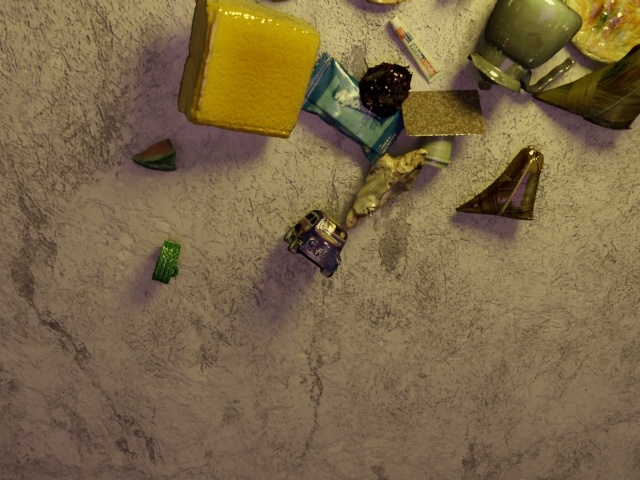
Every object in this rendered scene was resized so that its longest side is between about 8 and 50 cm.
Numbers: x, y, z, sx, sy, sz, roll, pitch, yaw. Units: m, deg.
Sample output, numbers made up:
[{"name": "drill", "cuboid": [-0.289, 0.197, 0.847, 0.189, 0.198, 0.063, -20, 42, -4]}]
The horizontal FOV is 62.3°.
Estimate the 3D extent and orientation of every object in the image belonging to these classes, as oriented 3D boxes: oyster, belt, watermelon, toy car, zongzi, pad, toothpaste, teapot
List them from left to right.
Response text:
[{"name": "watermelon", "cuboid": [-0.503, -0.249, 1.631, 0.155, 0.080, 0.101, -16, 152, 3]}, {"name": "belt", "cuboid": [-0.504, 0.078, 1.756, 0.079, 0.121, 0.151, 20, 119, -15]}, {"name": "toy car", "cuboid": [0.000, 0.000, 1.680, 0.172, 0.235, 0.158, 36, 99, -19]}, {"name": "oyster", "cuboid": [0.192, -0.169, 1.635, 0.110, 0.166, 0.341, 52, 133, 20]}, {"name": "toothpaste", "cuboid": [0.271, -0.547, 1.513, 0.052, 0.033, 0.218, -36, 117, 20]}, {"name": "pad", "cuboid": [0.358, -0.375, 1.553, 0.235, 0.158, 0.003, -2, 158, -2]}, {"name": "zongzi", "cuboid": [0.568, -0.190, 1.671, 0.241, 0.111, 0.247, 6, 112, 2]}, {"name": "teapot", "cuboid": [0.550, -0.534, 1.464, 0.223, 0.305, 0.285, 49, 122, 23]}, {"name": "zongzi", "cuboid": [0.789, -0.451, 1.488, 0.300, 0.138, 0.286, 16, 149, 4]}]

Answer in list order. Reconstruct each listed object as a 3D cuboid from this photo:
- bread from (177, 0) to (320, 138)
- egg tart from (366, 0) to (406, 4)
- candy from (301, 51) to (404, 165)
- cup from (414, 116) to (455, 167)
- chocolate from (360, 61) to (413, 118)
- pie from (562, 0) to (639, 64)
[{"name": "bread", "cuboid": [-0.193, -0.456, 1.417, 0.333, 0.143, 0.323, 3, 120, -34]}, {"name": "egg tart", "cuboid": [0.169, -0.753, 1.358, 0.291, 0.107, 0.290, -1, 117, -2]}, {"name": "candy", "cuboid": [0.091, -0.381, 1.568, 0.331, 0.077, 0.187, 32, 105, -19]}, {"name": "cup", "cuboid": [0.354, -0.299, 1.600, 0.120, 0.120, 0.141, 10, 108, -7]}, {"name": "chocolate", "cuboid": [0.197, -0.437, 1.479, 0.156, 0.133, 0.156, 0, 91, -16]}, {"name": "pie", "cuboid": [0.818, -0.648, 1.453, 0.338, 0.075, 0.337, -1, 119, -2]}]
